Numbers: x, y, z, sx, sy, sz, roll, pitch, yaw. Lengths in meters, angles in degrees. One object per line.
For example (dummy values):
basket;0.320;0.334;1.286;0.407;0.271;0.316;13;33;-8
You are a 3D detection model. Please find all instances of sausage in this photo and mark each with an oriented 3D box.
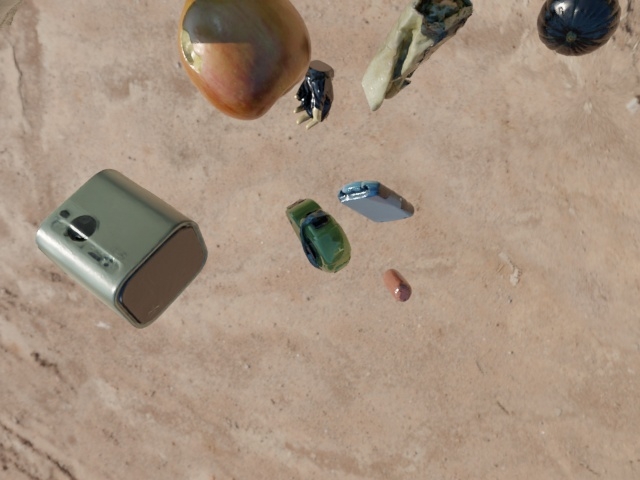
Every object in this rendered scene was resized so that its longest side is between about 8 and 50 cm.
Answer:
sausage;0.227;0.130;1.377;0.062;0.154;0.062;-2;106;-7

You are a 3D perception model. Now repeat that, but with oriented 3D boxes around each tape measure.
tape measure;0.000;0.000;1.154;0.200;0.106;0.175;65;165;-18

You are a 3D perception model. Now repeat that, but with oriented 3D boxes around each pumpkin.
pumpkin;0.664;-0.570;1.197;0.194;0.194;0.150;2;78;30

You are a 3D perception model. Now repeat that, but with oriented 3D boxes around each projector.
projector;-0.448;0.020;1.079;0.249;0.248;0.248;32;155;14

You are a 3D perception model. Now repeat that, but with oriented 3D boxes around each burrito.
burrito;0.226;-0.497;1.215;0.135;0.190;0.332;42;148;-5

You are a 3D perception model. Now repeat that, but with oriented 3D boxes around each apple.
apple;-0.149;-0.368;0.873;0.242;0.242;0.241;-34;107;33

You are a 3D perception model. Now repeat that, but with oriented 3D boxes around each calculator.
calculator;0.185;-0.121;1.499;0.173;0.293;0.051;-9;68;38

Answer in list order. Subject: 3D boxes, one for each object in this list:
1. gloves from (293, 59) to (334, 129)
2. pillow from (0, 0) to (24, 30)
gloves;-0.020;-0.467;1.519;0.164;0.124;0.203;-115;27;-47
pillow;-0.478;-0.353;0.539;0.322;0.255;0.120;6;80;45
